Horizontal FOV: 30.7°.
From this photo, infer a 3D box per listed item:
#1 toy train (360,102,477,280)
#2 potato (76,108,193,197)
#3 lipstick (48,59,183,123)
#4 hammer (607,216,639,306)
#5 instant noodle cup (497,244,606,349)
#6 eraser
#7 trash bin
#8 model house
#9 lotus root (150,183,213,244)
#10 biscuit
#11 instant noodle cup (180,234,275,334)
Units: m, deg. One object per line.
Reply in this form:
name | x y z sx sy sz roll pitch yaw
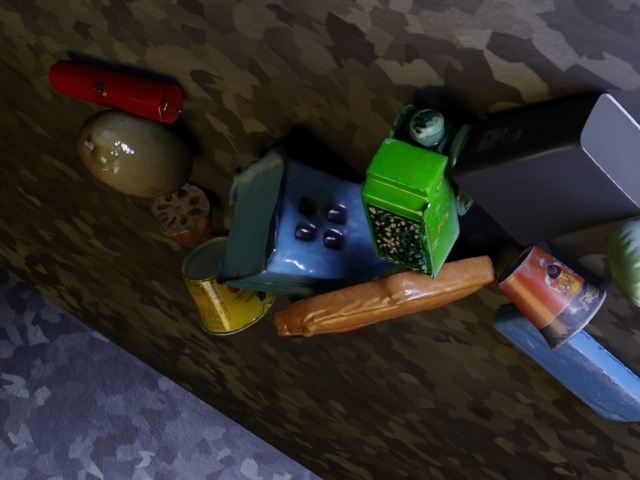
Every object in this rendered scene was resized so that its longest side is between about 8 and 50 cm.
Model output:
toy train | 0.146 -0.074 1.677 0.132 0.188 0.243 20 154 22
potato | -0.347 -0.162 2.137 0.174 0.159 0.251 -4 171 33
lipstick | -0.366 -0.270 2.085 0.280 0.073 0.073 17 152 32
hammer | 0.478 0.041 1.549 0.206 0.119 0.335 -13 163 4
instant noodle cup | 0.355 0.081 1.821 0.136 0.127 0.127 42 156 0
eraser | 0.452 0.216 2.039 0.312 0.042 0.144 39 155 -15
trash bin | 0.314 -0.092 1.525 0.165 0.115 0.225 42 153 -22
model house | 0.000 0.000 1.993 0.303 0.215 0.237 19 162 -23
lotus root | -0.269 -0.053 2.339 0.122 0.112 0.081 56 -179 32
biscuit | 0.108 0.098 1.938 0.455 0.350 0.078 137 116 -80
instant noodle cup | -0.203 0.087 2.464 0.182 0.182 0.144 10 139 41
